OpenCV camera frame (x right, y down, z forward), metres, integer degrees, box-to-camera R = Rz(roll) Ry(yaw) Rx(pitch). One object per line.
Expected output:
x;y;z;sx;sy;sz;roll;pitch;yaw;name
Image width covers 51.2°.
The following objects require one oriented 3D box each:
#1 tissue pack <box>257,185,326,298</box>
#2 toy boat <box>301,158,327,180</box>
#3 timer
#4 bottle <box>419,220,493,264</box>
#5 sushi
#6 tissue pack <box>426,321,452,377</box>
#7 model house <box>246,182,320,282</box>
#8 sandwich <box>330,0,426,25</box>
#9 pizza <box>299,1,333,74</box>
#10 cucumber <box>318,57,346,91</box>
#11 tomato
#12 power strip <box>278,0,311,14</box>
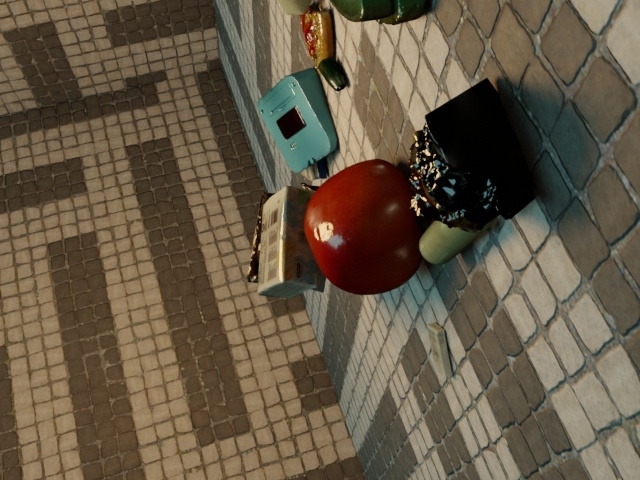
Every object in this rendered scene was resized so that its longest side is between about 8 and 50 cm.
-0.052;0.011;1.559;0.159;0.145;0.229;-31;52;59;tissue pack
-0.053;-0.332;2.048;0.129;0.088;0.295;-132;29;-67;toy boat
-0.054;-0.341;1.931;0.232;0.091;0.249;-23;93;54;timer
0.224;-0.017;1.123;0.201;0.072;0.072;112;142;-72;bottle
0.196;-0.096;0.944;0.172;0.153;0.150;55;147;2;sushi
0.256;0.235;1.439;0.056;0.023;0.108;-145;40;-73;tissue pack
0.000;0.000;1.763;0.317;0.283;0.296;9;-99;-68;model house
0.080;-0.466;1.125;0.212;0.109;0.292;89;162;-55;sandwich
-0.020;-0.532;1.678;0.188;0.062;0.198;90;163;-48;pizza
0.034;-0.400;1.625;0.048;0.048;0.105;90;157;-55;cucumber
0.087;-0.019;1.410;0.298;0.227;0.298;163;90;-76;tomato
-0.117;-0.665;1.490;0.385;0.063;0.091;48;-124;-56;power strip
